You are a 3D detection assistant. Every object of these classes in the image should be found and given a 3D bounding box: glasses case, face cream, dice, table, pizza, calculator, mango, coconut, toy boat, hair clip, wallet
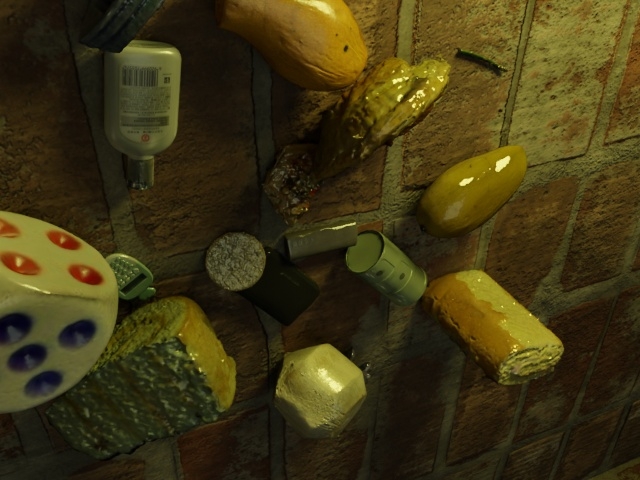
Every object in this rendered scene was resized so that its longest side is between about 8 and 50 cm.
[{"bbox_3d":[0.001,-0.001,1.658,0.190,0.042,0.072,-13,119,-20],"label":"glasses case"},{"bbox_3d":[-0.345,-0.237,1.277,0.144,0.071,0.291,-6,124,-23],"label":"face cream"},{"bbox_3d":[-0.593,0.134,1.242,0.304,0.277,0.304,18,111,-51],"label":"dice"},{"bbox_3d":[0.175,0.076,1.749,0.126,0.126,0.220,-46,132,8],"label":"table"},{"bbox_3d":[-0.057,-0.126,1.516,0.147,0.069,0.226,15,114,-38],"label":"pizza"},{"bbox_3d":[-0.437,0.086,1.494,0.095,0.021,0.153,-39,132,2],"label":"calculator"},{"bbox_3d":[0.393,-0.117,1.718,0.331,0.142,0.195,-25,136,-14],"label":"mango"},{"bbox_3d":[-0.047,-0.412,1.265,0.359,0.144,0.187,31,102,-37],"label":"mango"},{"bbox_3d":[-0.017,0.408,1.811,0.245,0.247,0.245,-47,161,-22],"label":"coconut"},{"bbox_3d":[-0.313,-0.441,1.112,0.078,0.127,0.283,24,107,-45],"label":"toy boat"},{"bbox_3d":[0.059,0.453,1.970,0.090,0.137,0.278,30,108,-3],"label":"hair clip"},{"bbox_3d":[-0.112,0.119,1.681,0.149,0.044,0.250,-45,131,3],"label":"wallet"}]

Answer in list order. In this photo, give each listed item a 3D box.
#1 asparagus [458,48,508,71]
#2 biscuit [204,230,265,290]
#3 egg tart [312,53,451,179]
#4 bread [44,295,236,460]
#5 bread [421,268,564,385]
[{"bbox_3d":[0.390,-0.430,1.573,0.163,0.016,0.016,10,91,-33],"label":"asparagus"},{"bbox_3d":[-0.203,0.050,1.571,0.152,0.020,0.152,-4,107,-13],"label":"biscuit"},{"bbox_3d":[0.112,-0.264,1.386,0.351,0.339,0.153,-38,93,31],"label":"egg tart"},{"bbox_3d":[-0.398,0.299,1.511,0.395,0.264,0.239,-25,114,14],"label":"bread"},{"bbox_3d":[0.471,0.245,1.864,0.236,0.375,0.165,-9,124,-27],"label":"bread"}]
